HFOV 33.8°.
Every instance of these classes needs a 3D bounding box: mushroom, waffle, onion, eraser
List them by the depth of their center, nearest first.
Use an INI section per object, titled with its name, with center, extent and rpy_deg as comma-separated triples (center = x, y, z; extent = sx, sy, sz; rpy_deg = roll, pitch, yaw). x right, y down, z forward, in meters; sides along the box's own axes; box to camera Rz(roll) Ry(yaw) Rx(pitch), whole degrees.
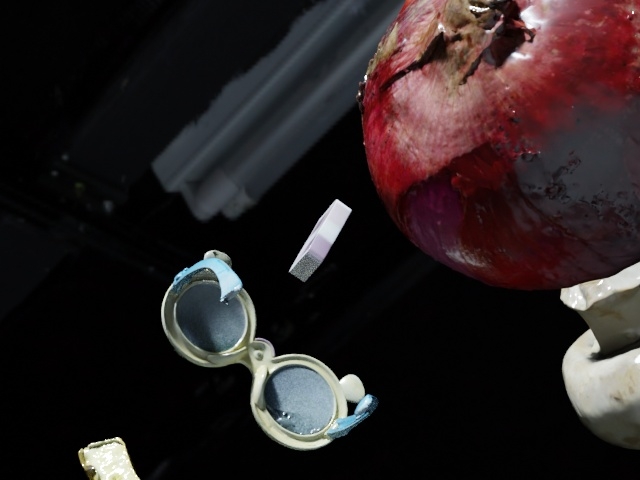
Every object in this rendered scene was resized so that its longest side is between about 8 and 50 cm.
[onion]
center = 0.158, -0.096, 0.739
extent = 0.276, 0.276, 0.276
rpy_deg = -5, -46, -5
[waffle]
center = -0.176, 0.365, 1.162
extent = 0.055, 0.248, 0.221
rpy_deg = -28, -42, -17
[eraser]
center = 0.000, 0.000, 1.345
extent = 0.026, 0.105, 0.065
rpy_deg = 36, -39, -7
[mushroom]
center = 0.481, 0.148, 1.563
extent = 0.297, 0.297, 0.290
rpy_deg = -28, -83, 16

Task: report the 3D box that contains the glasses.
[glasses]
center = -0.047, 0.095, 0.798
extent = 0.189, 0.220, 0.088
rpy_deg = 44, -94, -2
